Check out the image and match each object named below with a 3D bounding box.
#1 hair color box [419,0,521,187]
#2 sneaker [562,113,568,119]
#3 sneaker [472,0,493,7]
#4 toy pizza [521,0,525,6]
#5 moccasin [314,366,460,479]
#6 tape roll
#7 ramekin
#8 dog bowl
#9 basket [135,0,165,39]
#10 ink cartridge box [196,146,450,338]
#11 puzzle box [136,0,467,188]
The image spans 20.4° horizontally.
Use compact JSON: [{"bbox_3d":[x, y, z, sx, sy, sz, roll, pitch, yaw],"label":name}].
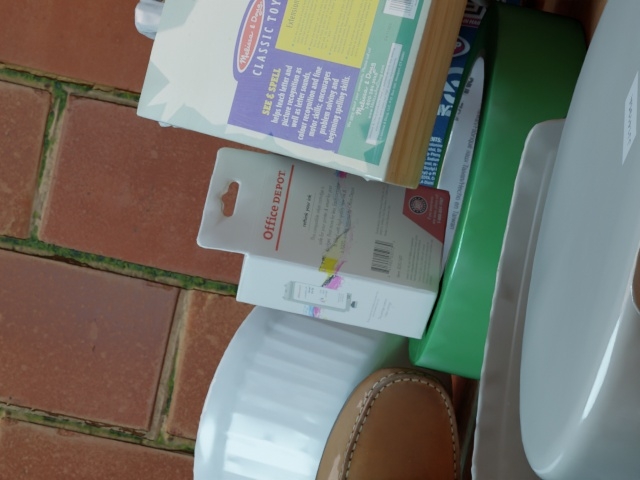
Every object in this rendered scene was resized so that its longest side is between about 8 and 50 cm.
[{"bbox_3d":[0.120,-0.103,1.823,0.174,0.105,0.347,-112,29,-79],"label":"hair color box"},{"bbox_3d":[0.158,-0.011,1.190,0.078,0.067,0.188,-94,12,-60],"label":"sneaker"},{"bbox_3d":[0.193,-0.277,1.454,0.122,0.146,0.330,-58,19,-22],"label":"sneaker"},{"bbox_3d":[0.209,-0.303,1.890,0.201,0.032,0.201,-173,90,-83],"label":"toy pizza"},{"bbox_3d":[0.047,0.294,1.475,0.147,0.139,0.380,160,126,-75],"label":"moccasin"},{"bbox_3d":[0.148,-0.041,1.526,0.321,0.077,0.321,-167,90,-88],"label":"tape roll"},{"bbox_3d":[0.013,0.183,1.674,0.277,0.135,0.277,-35,-49,-51],"label":"ramekin"},{"bbox_3d":[0.157,-0.009,0.788,0.349,0.102,0.349,-168,90,-87],"label":"dog bowl"},{"bbox_3d":[0.018,-0.292,2.101,0.331,0.328,0.266,31,-104,-66],"label":"basket"},{"bbox_3d":[0.000,0.000,1.471,0.067,0.198,0.115,105,177,-51],"label":"ink cartridge box"},{"bbox_3d":[0.010,-0.265,1.435,0.052,0.272,0.409,11,-85,-53],"label":"puzzle box"}]
